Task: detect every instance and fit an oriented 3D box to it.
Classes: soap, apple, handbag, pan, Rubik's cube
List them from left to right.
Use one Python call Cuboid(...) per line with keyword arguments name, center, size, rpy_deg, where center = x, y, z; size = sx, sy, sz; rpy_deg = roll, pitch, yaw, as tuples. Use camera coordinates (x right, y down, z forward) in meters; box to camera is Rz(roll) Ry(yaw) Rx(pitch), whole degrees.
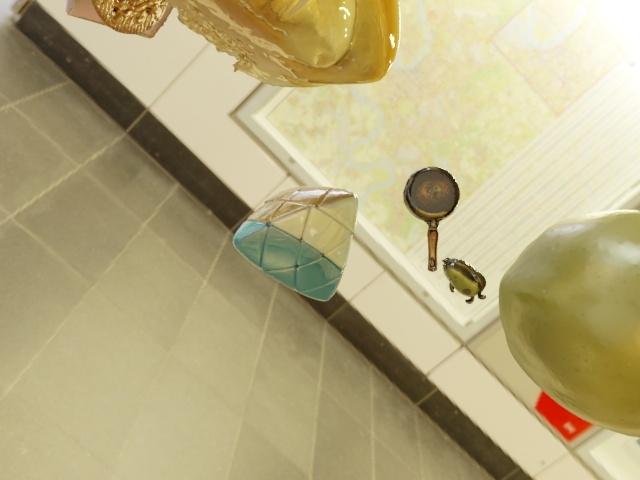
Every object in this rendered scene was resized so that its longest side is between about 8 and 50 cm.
Cuboid(name="soap", center=(-0.551, -0.672, 2.022), size=(0.259, 0.181, 0.081), rpy_deg=(7, 58, -36))
Cuboid(name="Rubik's cube", center=(0.000, 0.000, 1.431), size=(0.254, 0.254, 0.254), rpy_deg=(43, 17, -16))
Cuboid(name="pan", center=(0.221, -0.044, 1.447), size=(0.040, 0.114, 0.212), rpy_deg=(46, 45, -84))
Cuboid(name="handbag", center=(0.278, 0.073, 1.440), size=(0.111, 0.072, 0.047), rpy_deg=(43, 48, -17))
Cuboid(name="apple", center=(0.599, 0.153, 1.461), size=(0.473, 0.473, 0.474), rpy_deg=(43, 17, -16))

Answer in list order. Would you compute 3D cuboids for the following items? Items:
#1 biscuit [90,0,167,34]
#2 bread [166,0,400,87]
Cuboid(name="biscuit", center=(-0.419, -0.551, 1.608), size=(0.027, 0.188, 0.187), rpy_deg=(22, -7, 47))
Cuboid(name="bread", center=(-0.085, -0.379, 1.034), size=(0.424, 0.329, 0.245), rpy_deg=(36, 28, -32))
